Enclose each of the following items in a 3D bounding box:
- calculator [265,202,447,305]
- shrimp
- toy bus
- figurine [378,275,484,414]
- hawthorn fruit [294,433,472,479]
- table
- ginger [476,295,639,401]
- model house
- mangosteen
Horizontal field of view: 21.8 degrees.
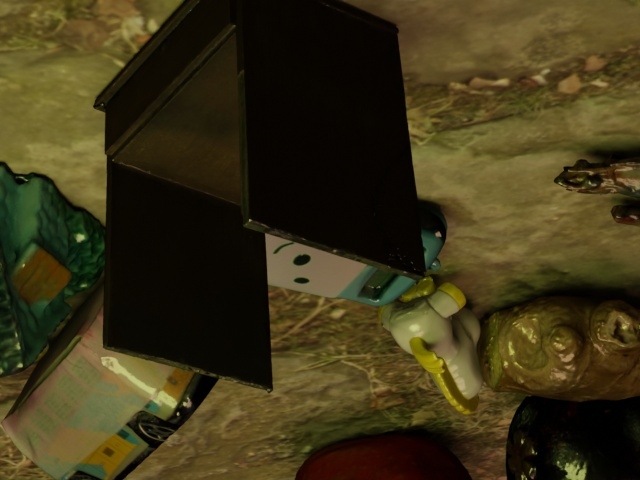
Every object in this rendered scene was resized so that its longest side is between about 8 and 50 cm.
[{"bbox_3d":[0.000,0.000,1.802,0.293,0.051,0.173,13,142,-23],"label":"calculator"},{"bbox_3d":[0.354,-0.048,1.764,0.251,0.052,0.143,7,148,-17],"label":"shrimp"},{"bbox_3d":[-0.234,0.157,1.887,0.162,0.171,0.386,37,145,-5],"label":"toy bus"},{"bbox_3d":[0.142,0.126,1.933,0.109,0.129,0.178,-21,142,18],"label":"figurine"},{"bbox_3d":[0.114,0.382,2.190,0.330,0.287,0.287,-17,144,20],"label":"hawthorn fruit"},{"bbox_3d":[-0.065,-0.053,1.507,0.196,0.282,0.250,19,141,-31],"label":"table"},{"bbox_3d":[0.330,0.127,1.963,0.270,0.123,0.219,0,162,-17],"label":"ginger"},{"bbox_3d":[-0.366,0.089,1.735,0.261,0.241,0.226,-17,142,18],"label":"model house"},{"bbox_3d":[0.350,0.270,2.101,0.243,0.243,0.243,-3,146,-2],"label":"mangosteen"}]
